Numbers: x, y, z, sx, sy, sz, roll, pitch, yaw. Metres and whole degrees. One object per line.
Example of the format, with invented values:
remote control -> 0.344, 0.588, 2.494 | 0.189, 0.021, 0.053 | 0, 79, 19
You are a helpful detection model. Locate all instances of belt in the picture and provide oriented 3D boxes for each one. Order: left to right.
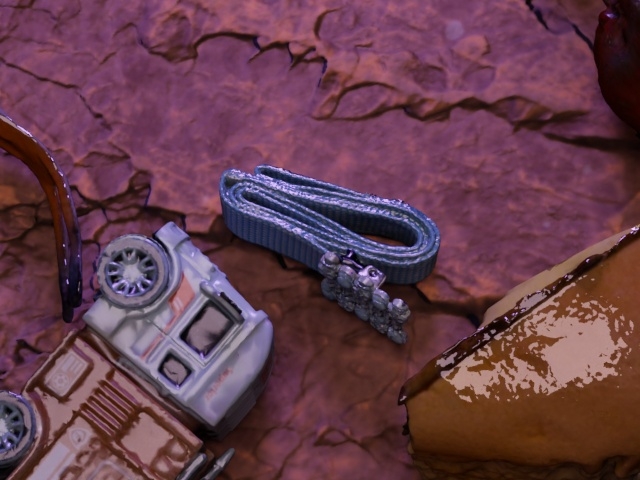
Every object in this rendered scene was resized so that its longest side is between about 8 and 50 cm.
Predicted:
belt -> 0.000, 0.002, 1.339 | 0.179, 0.065, 0.100 | 18, 64, 11

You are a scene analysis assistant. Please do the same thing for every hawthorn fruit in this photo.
hawthorn fruit -> 0.314, -0.156, 1.324 | 0.202, 0.185, 0.185 | 13, 71, -10

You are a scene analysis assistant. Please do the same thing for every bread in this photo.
bread -> 0.183, 0.095, 1.221 | 0.262, 0.204, 0.162 | -37, 70, -6

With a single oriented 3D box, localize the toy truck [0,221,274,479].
toy truck -> -0.156, 0.146, 1.260 | 0.162, 0.136, 0.305 | 38, 80, 8

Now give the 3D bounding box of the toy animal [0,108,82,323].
toy animal -> -0.290, -0.116, 1.365 | 0.284, 0.225, 0.302 | 17, 60, -10
